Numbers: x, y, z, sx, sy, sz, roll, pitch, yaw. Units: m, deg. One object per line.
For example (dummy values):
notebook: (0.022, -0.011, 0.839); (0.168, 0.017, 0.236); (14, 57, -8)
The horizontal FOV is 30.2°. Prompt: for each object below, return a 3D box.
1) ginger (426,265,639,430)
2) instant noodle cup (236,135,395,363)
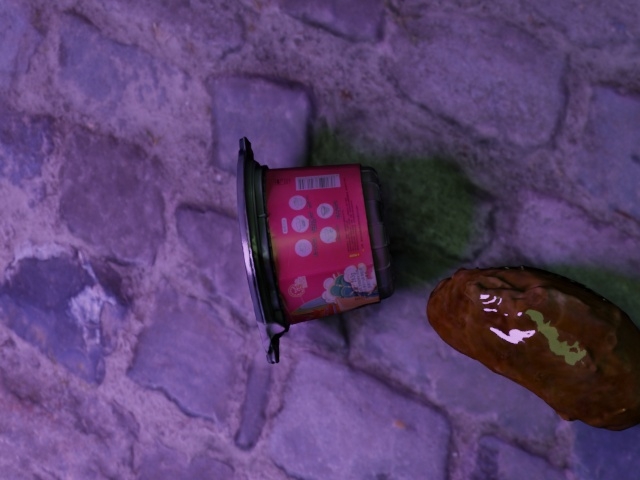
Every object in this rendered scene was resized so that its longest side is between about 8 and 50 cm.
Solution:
ginger: (0.281, 0.114, 1.491); (0.321, 0.172, 0.165); (30, 55, 22)
instant noodle cup: (0.000, 0.000, 1.568); (0.181, 0.258, 0.303); (-8, 94, 4)
